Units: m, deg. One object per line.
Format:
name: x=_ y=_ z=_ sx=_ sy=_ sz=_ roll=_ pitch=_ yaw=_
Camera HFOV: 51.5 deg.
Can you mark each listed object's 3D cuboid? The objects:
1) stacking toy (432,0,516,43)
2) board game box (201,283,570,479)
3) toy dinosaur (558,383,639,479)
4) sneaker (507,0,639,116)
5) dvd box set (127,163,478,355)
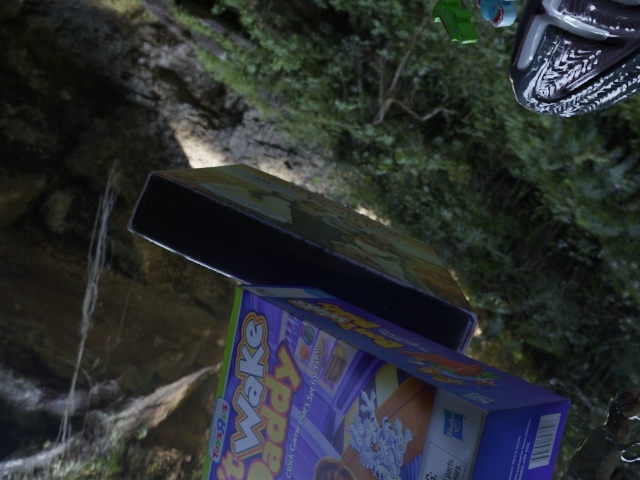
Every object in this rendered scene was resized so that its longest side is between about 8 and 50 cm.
stacking toy: x=0.167 y=-0.275 z=0.700 sx=0.167 sy=0.052 sz=0.221 roll=-10 pitch=-124 yaw=-20
board game box: x=0.004 y=0.227 z=0.444 sx=0.078 sy=0.347 sz=0.233 roll=6 pitch=-172 yaw=-39
toy dinosaur: x=0.334 y=0.301 z=0.796 sx=0.118 sy=0.268 sz=0.064 roll=42 pitch=179 yaw=37
sneaker: x=0.168 y=-0.209 z=0.328 sx=0.106 sy=0.281 sz=0.162 roll=5 pitch=-133 yaw=-26
dvd box set: x=0.000 y=0.000 z=0.757 sx=0.308 sy=0.062 sz=0.420 roll=24 pitch=-172 yaw=1
